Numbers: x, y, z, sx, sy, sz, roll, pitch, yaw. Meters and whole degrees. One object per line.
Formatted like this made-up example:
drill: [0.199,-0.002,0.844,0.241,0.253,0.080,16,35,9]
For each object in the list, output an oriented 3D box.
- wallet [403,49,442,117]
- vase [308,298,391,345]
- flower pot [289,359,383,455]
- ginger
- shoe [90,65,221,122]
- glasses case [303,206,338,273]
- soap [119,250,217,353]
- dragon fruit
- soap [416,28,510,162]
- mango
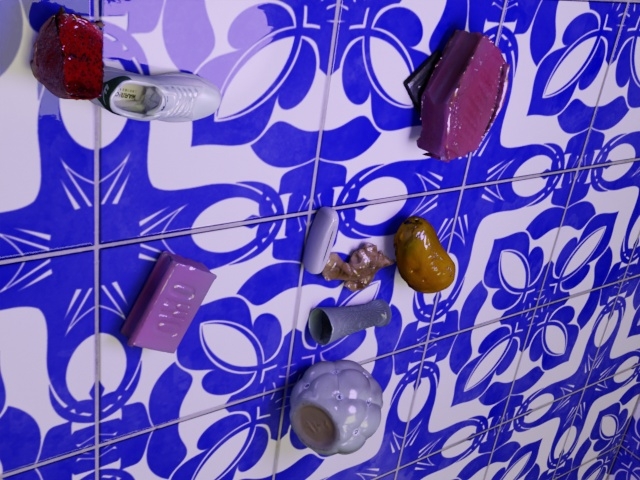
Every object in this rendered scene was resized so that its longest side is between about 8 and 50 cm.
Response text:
wallet: [0.288,-0.330,1.781,0.124,0.025,0.244,-47,133,-11]
vase: [0.082,0.201,1.894,0.219,0.096,0.096,-8,120,-39]
flower pot: [0.036,0.424,1.882,0.195,0.246,0.246,-30,135,-54]
ginger: [0.081,0.055,1.829,0.214,0.059,0.133,27,105,-43]
shoe: [-0.281,-0.247,1.316,0.265,0.110,0.095,-1,115,-36]
glasses case: [0.000,0.000,1.723,0.041,0.063,0.164,2,114,-40]
soap: [-0.317,0.131,1.546,0.122,0.065,0.203,21,102,-44]
dragon fruit: [-0.413,-0.291,1.206,0.102,0.096,0.147,3,83,-51]
soap: [0.324,-0.320,1.723,0.182,0.112,0.289,24,95,-42]
mango: [0.262,0.042,1.884,0.151,0.156,0.248,-55,144,-28]
